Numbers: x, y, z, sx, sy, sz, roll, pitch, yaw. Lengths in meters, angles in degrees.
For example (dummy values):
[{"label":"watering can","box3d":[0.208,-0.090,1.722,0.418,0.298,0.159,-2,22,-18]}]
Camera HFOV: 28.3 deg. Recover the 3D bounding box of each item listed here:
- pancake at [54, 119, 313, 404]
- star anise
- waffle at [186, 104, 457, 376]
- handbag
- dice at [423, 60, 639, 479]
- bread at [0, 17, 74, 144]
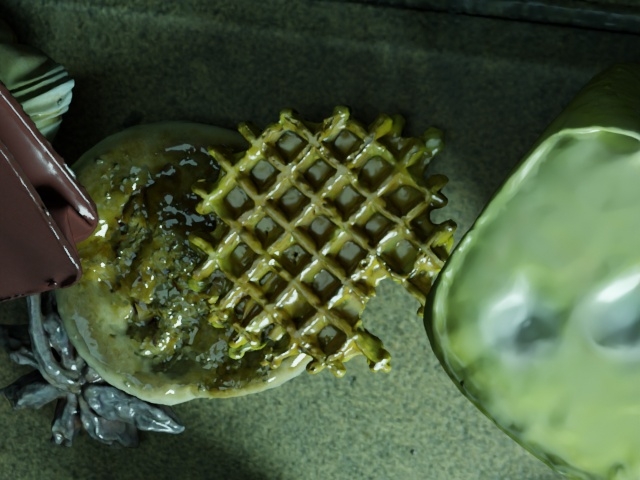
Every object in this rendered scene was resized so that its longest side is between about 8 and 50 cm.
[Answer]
[{"label":"pancake","box3d":[-0.117,0.019,1.141,0.282,0.049,0.282,1,97,9]},{"label":"star anise","box3d":[-0.234,0.113,1.224,0.209,0.089,0.231,-37,101,20]},{"label":"waffle","box3d":[0.000,0.000,1.071,0.232,0.051,0.228,2,98,9]},{"label":"handbag","box3d":[-0.353,-0.052,1.059,0.260,0.084,0.275,-12,130,20]},{"label":"dice","box3d":[0.234,0.027,0.917,0.233,0.227,0.238,39,116,9]},{"label":"bread","box3d":[-0.348,-0.118,1.193,0.192,0.110,0.210,39,117,15]}]
